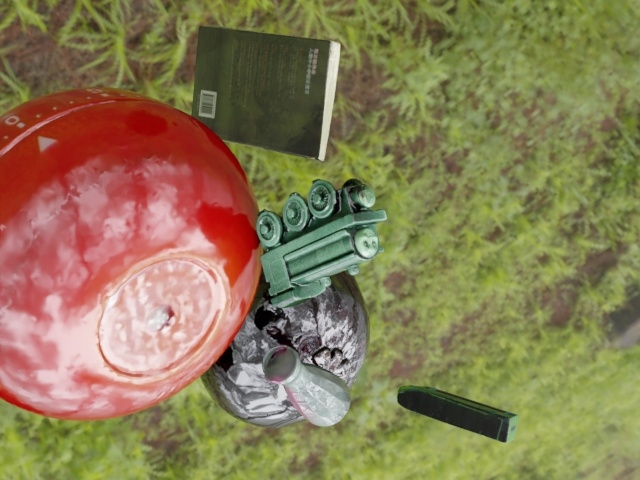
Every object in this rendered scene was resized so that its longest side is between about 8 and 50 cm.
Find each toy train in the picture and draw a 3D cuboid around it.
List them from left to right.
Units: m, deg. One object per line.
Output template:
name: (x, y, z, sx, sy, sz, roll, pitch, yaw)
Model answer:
toy train: (0.000, 0.000, 1.002, 0.071, 0.111, 0.170, -9, 169, -44)
toy train: (0.227, 0.282, 1.562, 0.042, 0.209, 0.044, -3, 104, -54)

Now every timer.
timer: (-0.245, 0.020, 1.055, 0.378, 0.279, 0.378, -24, 129, -32)

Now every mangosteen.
mangosteen: (-0.106, 0.164, 1.878, 0.382, 0.435, 0.382, -19, 124, -31)

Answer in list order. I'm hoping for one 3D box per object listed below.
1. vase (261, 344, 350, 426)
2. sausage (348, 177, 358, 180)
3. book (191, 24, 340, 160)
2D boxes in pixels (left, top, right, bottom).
vase: (-0.024, 0.218, 1.428, 0.086, 0.086, 0.214, -32, 149, 4)
sausage: (0.034, -0.048, 1.672, 0.030, 0.035, 0.147, 39, 78, -45)
book: (-0.082, -0.206, 1.284, 0.024, 0.228, 0.160, -9, 109, -57)
